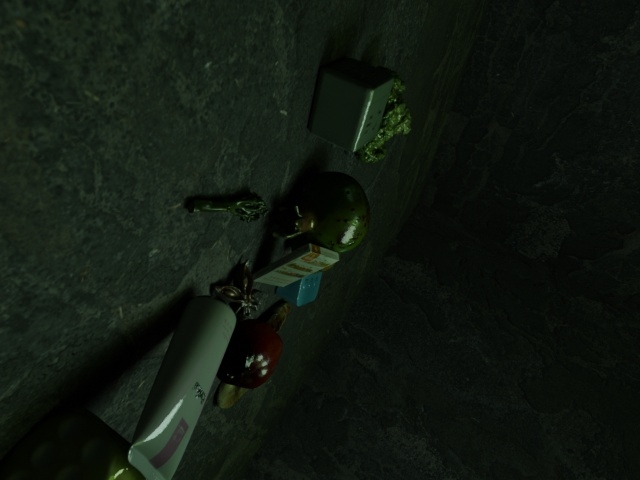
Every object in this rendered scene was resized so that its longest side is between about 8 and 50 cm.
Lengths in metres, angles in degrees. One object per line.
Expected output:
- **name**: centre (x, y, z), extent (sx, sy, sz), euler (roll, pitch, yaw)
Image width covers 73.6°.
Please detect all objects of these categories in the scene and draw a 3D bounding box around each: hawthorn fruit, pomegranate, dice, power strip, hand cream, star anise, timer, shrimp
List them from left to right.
- **dice**: centre (-0.414, 0.404, 0.731), extent (0.169, 0.166, 0.169), euler (-51, 162, -31)
- **hand cream**: centre (-0.265, 0.275, 0.842), extent (0.186, 0.117, 0.359), euler (88, 9, -45)
- **star anise**: centre (-0.235, 0.155, 1.142), extent (0.227, 0.218, 0.148), euler (-22, -126, 44)
- **hawthorn fruit**: centre (-0.201, 0.308, 1.228), extent (0.190, 0.189, 0.251), euler (-67, 170, 21)
- **shrimp**: centre (-0.205, 0.349, 1.497), extent (0.233, 0.071, 0.365), euler (-64, 170, 31)
- **timer**: centre (-0.039, 0.095, 1.522), extent (0.250, 0.091, 0.232), euler (-66, 163, 7)
- **pomegranate**: centre (0.009, -0.089, 1.174), extent (0.285, 0.231, 0.231), euler (19, 102, -43)
- **power strip**: centre (0.065, -0.304, 1.041), extent (0.140, 0.139, 0.224), euler (-45, 159, -46)

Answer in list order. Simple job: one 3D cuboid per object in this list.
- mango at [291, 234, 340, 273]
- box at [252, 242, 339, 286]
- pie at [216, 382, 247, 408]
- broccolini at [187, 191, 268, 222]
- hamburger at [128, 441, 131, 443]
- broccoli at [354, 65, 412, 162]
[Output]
- **mango**: centre (0.000, 0.000, 1.360), extent (0.251, 0.156, 0.114), euler (-57, 170, -48)
- **box**: centre (-0.071, 0.073, 1.174), extent (0.220, 0.032, 0.122), euler (-27, 149, 34)
- **pie**: centre (-0.298, 0.513, 1.517), extent (0.185, 0.052, 0.218), euler (-55, 162, 1)
- **broccolini**: centre (-0.190, -0.064, 0.861), extent (0.216, 0.058, 0.067), euler (-14, 91, -60)
- **hamburger**: centre (-0.455, 0.549, 0.884), extent (0.282, 0.245, 0.156), euler (-19, 126, -1)
- **broccoli**: centre (0.182, -0.345, 1.249), extent (0.302, 0.186, 0.254), euler (0, 109, -65)
